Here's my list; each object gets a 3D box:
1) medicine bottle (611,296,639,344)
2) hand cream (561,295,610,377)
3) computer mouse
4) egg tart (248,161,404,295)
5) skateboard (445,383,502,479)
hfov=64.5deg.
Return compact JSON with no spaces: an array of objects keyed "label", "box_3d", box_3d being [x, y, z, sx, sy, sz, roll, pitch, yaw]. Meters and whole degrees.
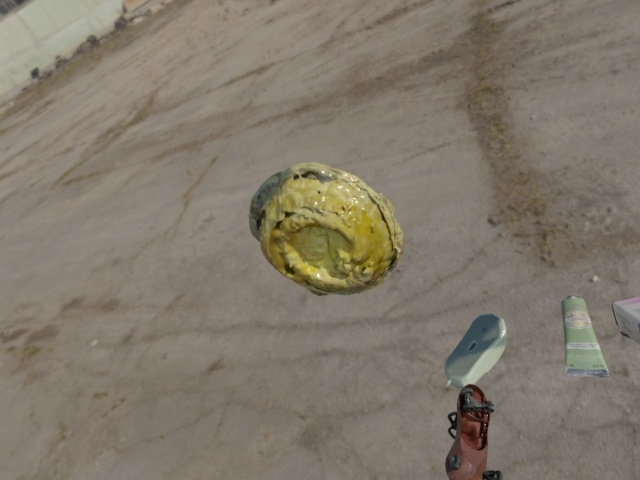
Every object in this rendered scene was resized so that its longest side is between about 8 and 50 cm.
[{"label":"medicine bottle","box_3d":[0.491,0.098,0.646,0.171,0.052,0.201,-18,-3,17]},{"label":"hand cream","box_3d":[0.615,0.221,1.201,0.086,0.055,0.235,-5,40,20]},{"label":"computer mouse","box_3d":[0.323,0.236,1.045,0.182,0.056,0.089,-52,24,-2]},{"label":"egg tart","box_3d":[0.000,0.000,0.864,0.279,0.279,0.095,-12,31,30]},{"label":"skateboard","box_3d":[0.204,0.273,0.703,0.067,0.080,0.151,22,41,1]}]
